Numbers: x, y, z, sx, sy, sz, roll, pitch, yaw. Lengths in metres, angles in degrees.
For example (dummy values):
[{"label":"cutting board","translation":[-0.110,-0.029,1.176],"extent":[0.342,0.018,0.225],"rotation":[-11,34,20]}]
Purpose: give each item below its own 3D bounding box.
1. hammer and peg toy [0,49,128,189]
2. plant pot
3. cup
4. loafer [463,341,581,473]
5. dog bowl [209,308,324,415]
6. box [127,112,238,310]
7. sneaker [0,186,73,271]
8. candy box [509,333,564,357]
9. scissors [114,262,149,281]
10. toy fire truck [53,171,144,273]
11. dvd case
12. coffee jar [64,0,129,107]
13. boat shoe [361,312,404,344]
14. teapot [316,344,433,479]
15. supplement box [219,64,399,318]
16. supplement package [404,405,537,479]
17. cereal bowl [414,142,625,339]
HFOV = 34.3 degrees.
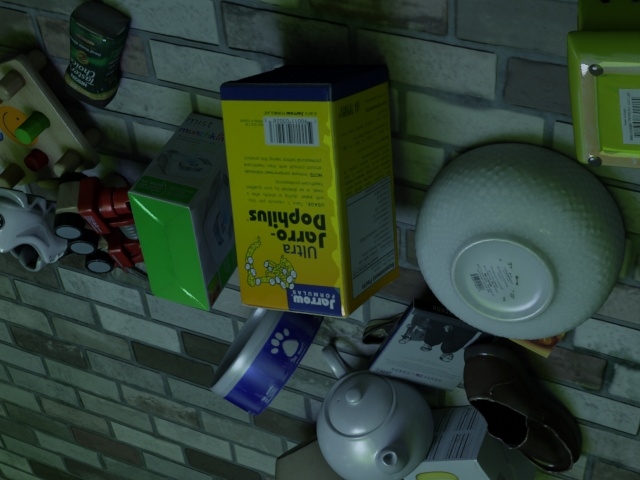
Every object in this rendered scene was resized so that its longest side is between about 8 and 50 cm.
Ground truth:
[{"label":"hammer and peg toy","translation":[-0.556,-0.181,2.011],"extent":[0.266,0.127,0.361],"rotation":[-7,127,37]},{"label":"plant pot","translation":[0.426,-0.213,1.296],"extent":[0.227,0.207,0.228],"rotation":[7,135,26]},{"label":"cup","translation":[0.030,0.547,2.281],"extent":[0.331,0.331,0.236],"rotation":[-33,83,48]},{"label":"loafer","translation":[0.365,0.343,1.945],"extent":[0.134,0.130,0.366],"rotation":[-14,130,41]},{"label":"dog bowl","translation":[-0.101,0.203,2.010],"extent":[0.104,0.265,0.265],"rotation":[33,140,-6]},{"label":"box","translation":[-0.218,-0.052,1.849],"extent":[0.127,0.231,0.262],"rotation":[15,137,18]},{"label":"sneaker","translation":[-0.545,-0.008,2.063],"extent":[0.123,0.146,0.330],"rotation":[7,175,27]},{"label":"candy box","translation":[0.339,0.118,1.810],"extent":[0.187,0.053,0.109],"rotation":[26,139,4]},{"label":"scissors","translation":[-0.440,0.054,2.262],"extent":[0.297,0.021,0.109],"rotation":[28,164,-16]},{"label":"toy fire truck","translation":[-0.350,-0.059,1.955],"extent":[0.247,0.158,0.217],"rotation":[-6,150,11]},{"label":"dvd case","translation":[0.214,0.202,1.951],"extent":[0.179,0.029,0.238],"rotation":[16,142,-11]},{"label":"coffee jar","translation":[-0.393,-0.319,1.805],"extent":[0.096,0.079,0.184],"rotation":[28,141,4]},{"label":"boat shoe","translation":[0.144,0.177,1.995],"extent":[0.152,0.049,0.056],"rotation":[-19,119,42]},{"label":"teapot","translation":[0.091,0.345,2.046],"extent":[0.256,0.252,0.187],"rotation":[3,142,31]},{"label":"supplement box","translation":[-0.011,-0.084,1.616],"extent":[0.195,0.194,0.356],"rotation":[5,108,28]},{"label":"supplement package","translation":[0.296,0.456,2.107],"extent":[0.203,0.149,0.194],"rotation":[-14,123,40]},{"label":"cereal bowl","translation":[0.302,0.026,1.630],"extent":[0.339,0.141,0.338],"rotation":[12,127,16]}]
